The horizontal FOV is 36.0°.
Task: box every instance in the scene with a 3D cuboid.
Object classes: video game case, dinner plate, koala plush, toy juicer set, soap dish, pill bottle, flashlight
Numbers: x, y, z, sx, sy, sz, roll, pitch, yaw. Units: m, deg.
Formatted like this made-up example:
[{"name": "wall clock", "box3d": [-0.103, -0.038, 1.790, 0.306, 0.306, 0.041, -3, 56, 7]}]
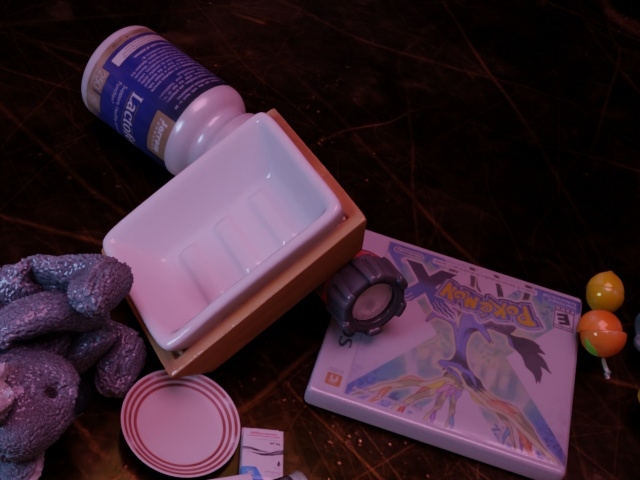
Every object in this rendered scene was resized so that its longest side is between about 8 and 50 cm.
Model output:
[{"name": "video game case", "box3d": [0.174, 0.140, 1.297, 0.329, 0.036, 0.300, 18, 46, 2]}, {"name": "dinner plate", "box3d": [-0.162, 0.213, 1.144, 0.141, 0.017, 0.141, 12, 48, -14]}, {"name": "koala plush", "box3d": [-0.315, 0.147, 1.069, 0.203, 0.196, 0.221, 3, 46, 4]}, {"name": "toy juicer set", "box3d": [0.475, 0.111, 1.374, 0.209, 0.089, 0.329, 33, 43, 27]}, {"name": "soap dish", "box3d": [-0.105, 0.005, 1.210, 0.291, 0.118, 0.229, -39, 54, 2]}, {"name": "pill bottle", "box3d": [-0.204, -0.183, 1.422, 0.264, 0.153, 0.153, 36, 49, 20]}, {"name": "flashlight", "box3d": [0.000, 0.000, 1.315, 0.103, 0.103, 0.304, -42, 45, 3]}]

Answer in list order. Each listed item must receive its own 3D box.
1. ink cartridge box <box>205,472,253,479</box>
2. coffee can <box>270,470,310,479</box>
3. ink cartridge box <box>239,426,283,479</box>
[{"name": "ink cartridge box", "box3d": [-0.134, 0.300, 1.020, 0.135, 0.099, 0.056, -4, 43, -20]}, {"name": "coffee can", "box3d": [-0.121, 0.342, 0.881, 0.275, 0.201, 0.201, -14, 52, -14]}, {"name": "ink cartridge box", "box3d": [-0.068, 0.246, 1.137, 0.048, 0.028, 0.083, 7, 46, -9]}]
